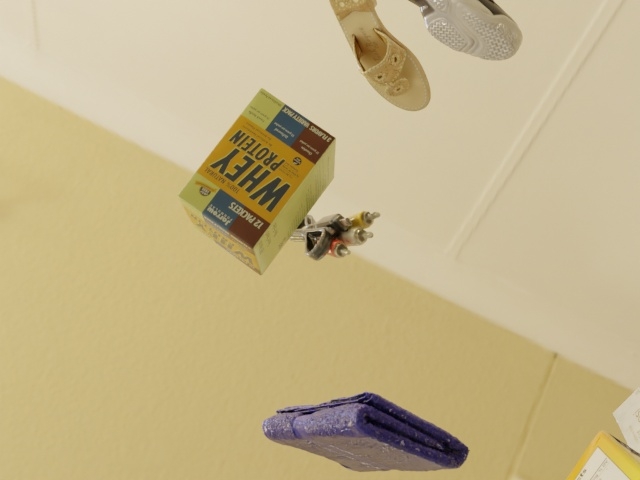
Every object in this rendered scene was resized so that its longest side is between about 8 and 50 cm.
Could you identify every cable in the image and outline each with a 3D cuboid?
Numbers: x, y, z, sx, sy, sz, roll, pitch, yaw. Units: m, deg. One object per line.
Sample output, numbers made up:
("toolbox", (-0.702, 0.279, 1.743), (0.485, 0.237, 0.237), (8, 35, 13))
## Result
("cable", (0.000, 0.000, 1.884), (0.072, 0.139, 0.287), (48, -23, -15))

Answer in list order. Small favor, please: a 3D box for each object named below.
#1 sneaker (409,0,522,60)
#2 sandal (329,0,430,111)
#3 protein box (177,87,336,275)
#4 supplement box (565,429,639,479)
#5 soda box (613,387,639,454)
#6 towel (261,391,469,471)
("sneaker", (0.159, -0.341, 1.191), (0.268, 0.153, 0.101), (37, -16, 13))
("sandal", (0.072, -0.269, 1.405), (0.088, 0.079, 0.240), (-18, -64, 34))
("protein box", (-0.089, -0.082, 1.469), (0.136, 0.201, 0.200), (35, -11, 8))
("supplement box", (0.411, 0.406, 1.138), (0.195, 0.194, 0.356), (33, 6, -12))
("soda box", (0.579, 0.352, 1.675), (0.069, 0.216, 0.074), (33, -69, -16))
("towel", (0.070, 0.319, 1.615), (0.228, 0.076, 0.308), (25, -24, -25))
